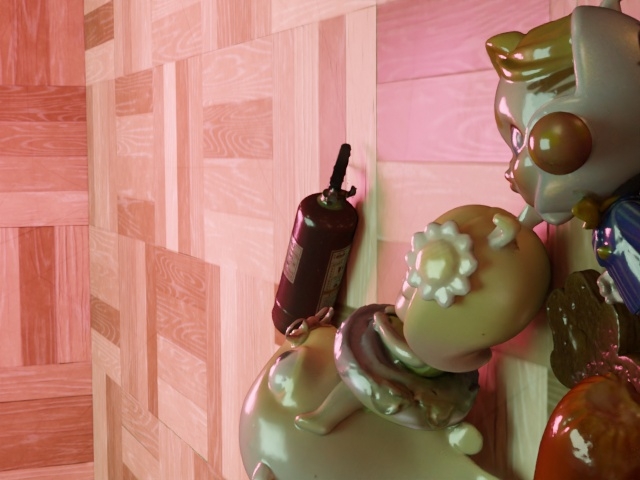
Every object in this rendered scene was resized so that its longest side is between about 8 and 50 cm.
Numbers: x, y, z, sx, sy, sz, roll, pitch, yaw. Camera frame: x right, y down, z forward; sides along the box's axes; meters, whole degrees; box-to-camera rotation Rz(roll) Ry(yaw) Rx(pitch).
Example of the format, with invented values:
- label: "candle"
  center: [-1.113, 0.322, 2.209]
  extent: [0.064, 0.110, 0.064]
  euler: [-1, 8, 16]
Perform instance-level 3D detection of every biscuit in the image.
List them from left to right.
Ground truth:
- label: "biscuit"
  center: [0.214, 0.106, 0.842]
  extent: [0.124, 0.026, 0.175]
  euler: [123, 138, -57]

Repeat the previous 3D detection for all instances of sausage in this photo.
- label: "sausage"
  center: [0.184, 0.219, 0.804]
  extent: [0.089, 0.083, 0.300]
  euler: [36, 138, 43]

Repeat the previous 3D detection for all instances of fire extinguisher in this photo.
- label: "fire extinguisher"
  center: [0.000, 0.000, 1.322]
  extent: [0.099, 0.071, 0.231]
  euler: [-75, -1, -56]

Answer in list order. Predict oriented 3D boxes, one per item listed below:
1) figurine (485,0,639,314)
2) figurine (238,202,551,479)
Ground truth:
- label: "figurine"
  center: [0.195, -0.032, 0.743]
  extent: [0.194, 0.133, 0.274]
  euler: [47, -157, -51]
- label: "figurine"
  center: [0.095, 0.124, 1.002]
  extent: [0.274, 0.226, 0.394]
  euler: [43, 127, 18]
